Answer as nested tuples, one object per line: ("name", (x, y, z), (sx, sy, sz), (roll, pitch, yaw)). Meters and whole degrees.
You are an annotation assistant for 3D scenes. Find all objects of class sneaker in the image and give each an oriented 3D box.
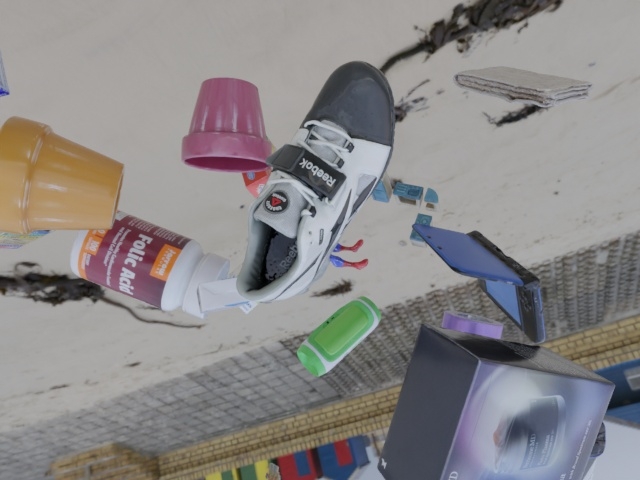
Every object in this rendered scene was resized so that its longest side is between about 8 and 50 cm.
("sneaker", (-0.010, -0.061, 0.574), (0.146, 0.123, 0.330), (-19, 132, -68))

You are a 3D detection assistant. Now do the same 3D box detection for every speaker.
("speaker", (0.065, 0.315, 1.565), (0.296, 0.131, 0.131), (-37, 169, -26))

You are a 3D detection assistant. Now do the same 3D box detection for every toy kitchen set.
("toy kitchen set", (0.219, -0.091, 1.329), (0.207, 0.166, 0.122), (14, 160, 25))

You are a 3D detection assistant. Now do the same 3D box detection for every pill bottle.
("pill bottle", (-0.482, 0.071, 1.362), (0.392, 0.224, 0.224), (21, 154, -1))

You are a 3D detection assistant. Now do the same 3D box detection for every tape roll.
("tape roll", (0.495, 0.291, 1.538), (0.189, 0.080, 0.189), (11, 180, 0))

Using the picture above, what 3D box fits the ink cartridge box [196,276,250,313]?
("ink cartridge box", (-0.226, 0.128, 1.073), (0.104, 0.060, 0.180), (-9, 171, -17))

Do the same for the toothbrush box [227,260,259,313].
("toothbrush box", (-0.212, 0.112, 1.767), (0.283, 0.122, 0.206), (-42, -164, 6))

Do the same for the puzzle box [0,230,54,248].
("puzzle box", (-0.771, -0.038, 0.943), (0.272, 0.052, 0.409), (-15, 170, 33))

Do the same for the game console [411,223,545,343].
("game console", (0.357, 0.090, 1.090), (0.173, 0.250, 0.293), (-18, -157, -1))

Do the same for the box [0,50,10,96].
("box", (-0.494, -0.223, 0.580), (0.126, 0.072, 0.137), (-15, 175, -1))

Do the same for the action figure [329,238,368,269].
("action figure", (0.000, 0.000, 1.108), (0.281, 0.091, 0.139), (5, 145, -27))

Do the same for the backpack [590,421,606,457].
("backpack", (0.555, 0.417, 1.029), (0.114, 0.105, 0.084), (4, 180, 1))

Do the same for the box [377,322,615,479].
("box", (0.298, 0.332, 0.823), (0.294, 0.296, 0.183), (14, -175, -19))

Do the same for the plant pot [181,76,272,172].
("plant pot", (-0.207, -0.258, 1.057), (0.201, 0.180, 0.201), (2, 179, 0))

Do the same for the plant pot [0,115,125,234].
("plant pot", (-0.467, -0.100, 0.853), (0.188, 0.205, 0.205), (12, 150, -20))

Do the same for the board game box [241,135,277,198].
("board game box", (-0.164, -0.214, 1.365), (0.064, 0.316, 0.242), (-27, 145, 9))

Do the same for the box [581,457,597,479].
("box", (0.585, 0.598, 1.091), (0.145, 0.038, 0.186), (-31, 127, -31))

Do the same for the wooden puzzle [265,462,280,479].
("wooden puzzle", (-0.099, 0.498, 0.984), (0.006, 0.049, 0.083), (13, 161, -23))

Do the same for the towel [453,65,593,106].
("towel", (0.495, -0.382, 1.155), (0.187, 0.282, 0.049), (-17, 125, -29))
